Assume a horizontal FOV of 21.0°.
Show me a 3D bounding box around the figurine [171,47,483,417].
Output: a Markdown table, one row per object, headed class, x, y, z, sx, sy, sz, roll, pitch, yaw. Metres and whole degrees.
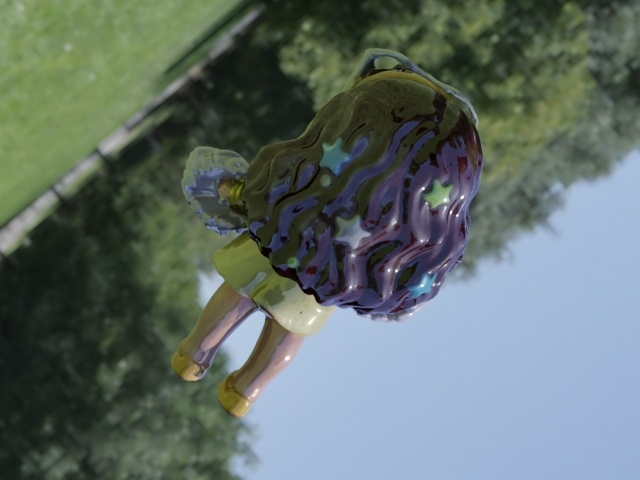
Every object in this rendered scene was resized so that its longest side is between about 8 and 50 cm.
| class | x | y | z | sx | sy | sz | roll | pitch | yaw |
| --- | --- | --- | --- | --- | --- | --- | --- | --- | --- |
| figurine | 0.001 | -0.001 | 1.015 | 0.240 | 0.175 | 0.116 | -49 | -167 | 33 |
